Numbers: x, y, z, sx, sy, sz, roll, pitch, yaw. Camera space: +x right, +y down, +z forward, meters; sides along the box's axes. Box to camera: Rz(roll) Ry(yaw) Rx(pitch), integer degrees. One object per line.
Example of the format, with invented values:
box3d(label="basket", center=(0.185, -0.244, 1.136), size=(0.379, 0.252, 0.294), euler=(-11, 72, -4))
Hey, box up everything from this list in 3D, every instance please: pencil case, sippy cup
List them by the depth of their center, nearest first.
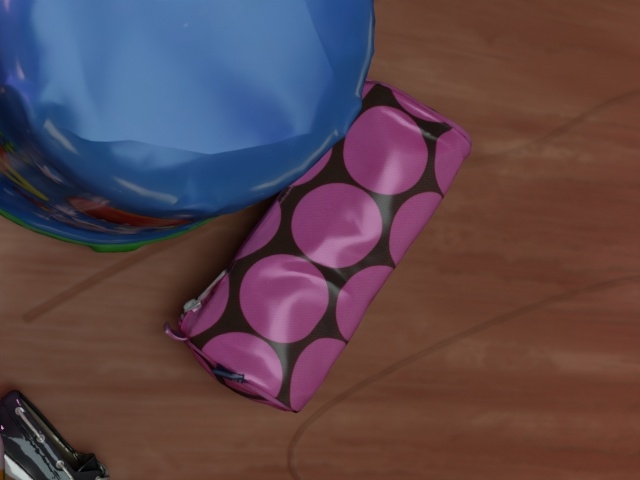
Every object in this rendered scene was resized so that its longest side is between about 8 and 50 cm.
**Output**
box3d(label="sippy cup", center=(-0.086, -0.103, 0.538), size=(0.240, 0.224, 0.305), euler=(25, 86, -22))
box3d(label="pencil case", center=(0.000, 0.000, 0.657), size=(0.098, 0.095, 0.209), euler=(35, 81, -5))

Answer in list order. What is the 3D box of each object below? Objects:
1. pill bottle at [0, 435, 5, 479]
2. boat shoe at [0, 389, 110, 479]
box3d(label="pill bottle", center=(-0.229, 0.158, 0.542), size=(0.136, 0.136, 0.245), euler=(1, 79, -21))
box3d(label="boat shoe", center=(-0.148, 0.139, 0.637), size=(0.125, 0.046, 0.038), euler=(45, 84, -11))
